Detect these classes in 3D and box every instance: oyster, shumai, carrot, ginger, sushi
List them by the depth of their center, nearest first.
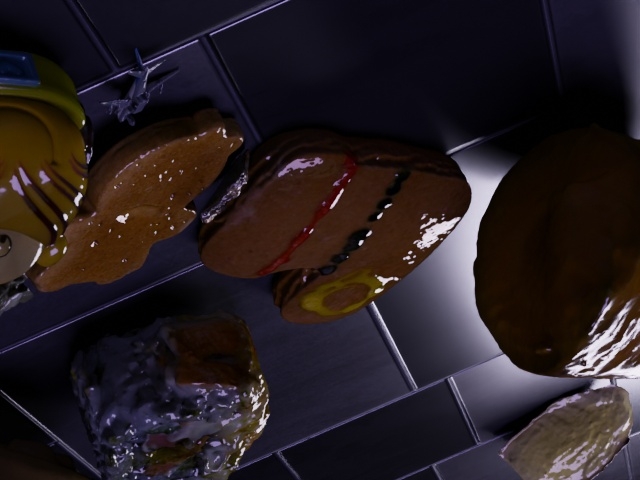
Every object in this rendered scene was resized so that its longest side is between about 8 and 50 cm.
[{"bbox_3d":[-0.080,-0.042,1.335,0.019,0.054,0.083,35,123,-10],"label":"oyster"},{"bbox_3d":[-0.289,0.054,1.340,0.083,0.082,0.080,-16,163,43],"label":"shumai"},{"bbox_3d":[0.276,0.018,1.490,0.340,0.242,0.241,10,138,-47],"label":"carrot"},{"bbox_3d":[-0.152,0.171,1.558,0.184,0.139,0.274,-11,150,-15],"label":"sushi"},{"bbox_3d":[0.357,0.273,2.149,0.193,0.115,0.122,-37,170,11],"label":"ginger"}]

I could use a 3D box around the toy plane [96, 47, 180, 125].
[{"bbox_3d":[-0.144,-0.114,1.201,0.078,0.024,0.084,-27,157,-33],"label":"toy plane"}]

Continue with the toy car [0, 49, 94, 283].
[{"bbox_3d":[-0.269,-0.024,1.143,0.200,0.142,0.248,-2,147,-34],"label":"toy car"}]

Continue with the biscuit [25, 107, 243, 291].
[{"bbox_3d":[-0.160,-0.036,1.304,0.166,0.036,0.225,-7,148,-45],"label":"biscuit"}]

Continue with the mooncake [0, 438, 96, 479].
[{"bbox_3d":[-0.324,0.266,1.557,0.234,0.117,0.235,10,162,4],"label":"mooncake"}]

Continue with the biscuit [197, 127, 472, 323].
[{"bbox_3d":[0.001,0.002,1.467,0.277,0.052,0.262,9,138,-44],"label":"biscuit"}]
